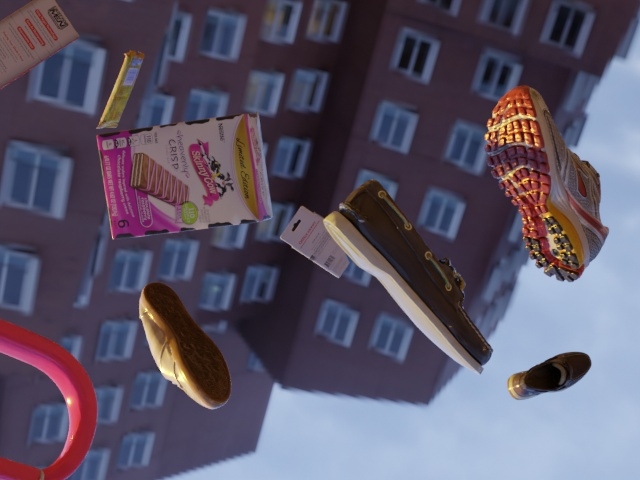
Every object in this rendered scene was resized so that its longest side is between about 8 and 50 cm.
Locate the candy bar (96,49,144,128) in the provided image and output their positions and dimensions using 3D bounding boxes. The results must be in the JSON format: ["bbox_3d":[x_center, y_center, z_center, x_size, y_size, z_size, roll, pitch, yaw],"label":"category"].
[{"bbox_3d":[-0.340,-0.255,2.198,0.040,0.161,0.018,-4,-138,-42],"label":"candy bar"}]

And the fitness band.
[{"bbox_3d":[-0.411,0.201,1.625,0.291,0.054,0.209,28,-128,-32],"label":"fitness band"}]

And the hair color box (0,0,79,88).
[{"bbox_3d":[-0.385,-0.247,1.630,0.141,0.072,0.043,-38,-167,-21],"label":"hair color box"}]

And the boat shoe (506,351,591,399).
[{"bbox_3d":[0.352,0.203,1.929,0.152,0.056,0.049,-19,176,-28],"label":"boat shoe"}]

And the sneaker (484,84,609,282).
[{"bbox_3d":[0.252,-0.070,1.414,0.093,0.225,0.088,-38,-152,-31],"label":"sneaker"}]

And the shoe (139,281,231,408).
[{"bbox_3d":[-0.192,0.154,1.790,0.077,0.058,0.219,-2,-134,-42],"label":"shoe"}]

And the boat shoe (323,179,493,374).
[{"bbox_3d":[0.103,0.039,1.284,0.228,0.068,0.081,47,170,-14],"label":"boat shoe"}]

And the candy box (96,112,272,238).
[{"bbox_3d":[-0.197,-0.093,1.875,0.233,0.159,0.071,-7,-175,16],"label":"candy box"}]

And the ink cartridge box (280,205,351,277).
[{"bbox_3d":[0.000,0.000,1.486,0.083,0.048,0.028,34,-176,-4],"label":"ink cartridge box"}]
